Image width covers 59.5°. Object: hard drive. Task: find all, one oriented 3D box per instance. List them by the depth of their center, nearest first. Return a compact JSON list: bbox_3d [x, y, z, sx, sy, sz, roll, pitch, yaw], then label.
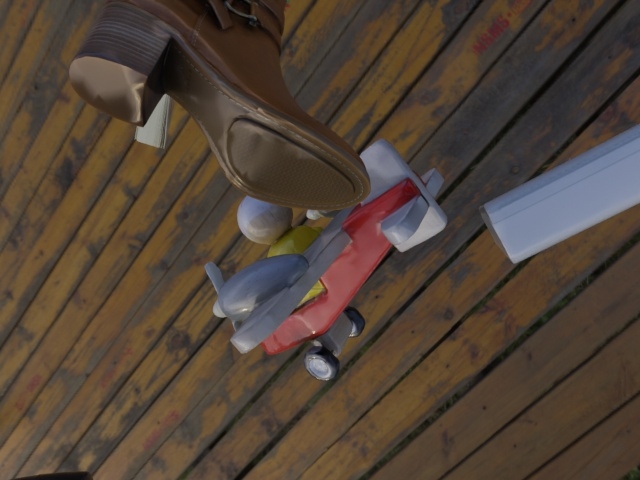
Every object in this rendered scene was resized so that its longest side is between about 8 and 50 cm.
[{"bbox_3d":[0.292,-0.090,0.422,0.353,0.233,0.047,-29,85,14],"label":"hard drive"}]

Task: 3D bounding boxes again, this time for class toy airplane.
[{"bbox_3d":[0.000,0.000,0.834,0.272,0.386,0.384,34,82,5],"label":"toy airplane"}]

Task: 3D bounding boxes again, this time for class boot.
[{"bbox_3d":[-0.042,-0.116,0.371,0.197,0.152,0.073,28,141,-16],"label":"boot"}]

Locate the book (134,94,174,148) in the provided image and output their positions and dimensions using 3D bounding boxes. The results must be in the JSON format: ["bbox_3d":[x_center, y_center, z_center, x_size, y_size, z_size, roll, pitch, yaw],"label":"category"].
[{"bbox_3d":[-0.169,-0.171,0.604,0.035,0.144,0.096,17,74,-15],"label":"book"}]

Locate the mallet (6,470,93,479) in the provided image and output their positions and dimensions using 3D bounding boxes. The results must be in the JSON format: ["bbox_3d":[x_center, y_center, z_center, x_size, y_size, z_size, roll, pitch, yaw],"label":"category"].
[{"bbox_3d":[-0.146,0.194,0.274,0.062,0.189,0.039,-9,119,-16],"label":"mallet"}]

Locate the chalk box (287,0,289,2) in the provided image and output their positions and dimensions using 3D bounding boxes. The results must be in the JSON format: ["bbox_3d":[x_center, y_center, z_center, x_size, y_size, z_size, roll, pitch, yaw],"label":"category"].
[{"bbox_3d":[-0.094,-0.417,0.824,0.132,0.213,0.132,-34,124,17],"label":"chalk box"}]
